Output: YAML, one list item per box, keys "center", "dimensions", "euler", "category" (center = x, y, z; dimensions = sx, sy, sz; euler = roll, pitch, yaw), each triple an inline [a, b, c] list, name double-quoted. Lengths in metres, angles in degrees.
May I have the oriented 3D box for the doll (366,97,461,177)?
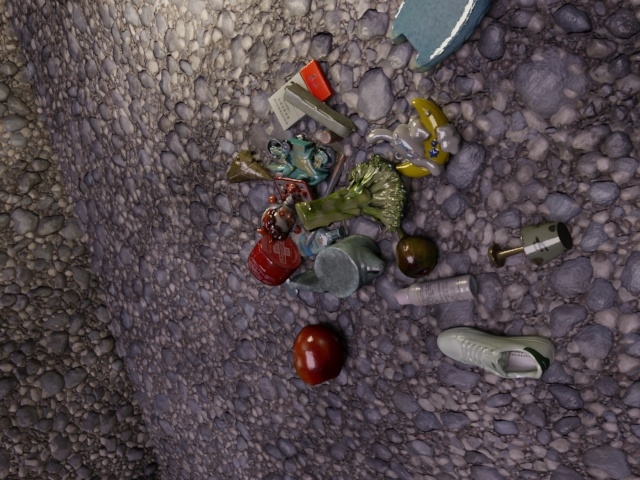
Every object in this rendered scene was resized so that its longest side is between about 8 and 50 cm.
- center: [0.292, -0.300, 1.362]
  dimensions: [0.252, 0.111, 0.237]
  euler: [46, 135, 1]
  category: "doll"

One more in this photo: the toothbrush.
- center: [0.013, -0.140, 1.630]
  dimensions: [0.037, 0.028, 0.375]
  euler: [39, 115, 34]
  category: "toothbrush"

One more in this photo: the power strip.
- center: [-0.001, -0.439, 1.510]
  dimensions: [0.286, 0.080, 0.048]
  euler: [33, 131, 2]
  category: "power strip"

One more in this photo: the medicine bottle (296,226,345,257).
- center: [0.000, 0.000, 1.702]
  dimensions: [0.208, 0.053, 0.090]
  euler: [-21, 89, 37]
  category: "medicine bottle"

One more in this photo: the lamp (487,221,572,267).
- center: [0.588, 0.021, 1.264]
  dimensions: [0.214, 0.121, 0.121]
  euler: [-25, 91, 47]
  category: "lamp"

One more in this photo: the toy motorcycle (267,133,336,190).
- center: [-0.071, -0.282, 1.637]
  dimensions: [0.296, 0.109, 0.198]
  euler: [20, 126, 26]
  category: "toy motorcycle"

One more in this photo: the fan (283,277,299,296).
- center: [-0.174, 0.113, 1.884]
  dimensions: [0.057, 0.023, 0.282]
  euler: [-31, 88, 39]
  category: "fan"

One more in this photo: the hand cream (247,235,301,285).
- center: [-0.183, 0.075, 1.771]
  dimensions: [0.193, 0.193, 0.125]
  euler: [51, 126, 9]
  category: "hand cream"

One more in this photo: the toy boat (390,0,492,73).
- center: [0.347, -0.633, 1.232]
  dimensions: [0.215, 0.123, 0.330]
  euler: [57, 139, 15]
  category: "toy boat"

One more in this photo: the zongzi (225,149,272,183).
- center: [-0.295, -0.248, 1.817]
  dimensions: [0.178, 0.081, 0.189]
  euler: [44, 131, 3]
  category: "zongzi"

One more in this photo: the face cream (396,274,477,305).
- center: [0.378, 0.171, 1.481]
  dimensions: [0.269, 0.082, 0.082]
  euler: [-14, 98, 37]
  category: "face cream"

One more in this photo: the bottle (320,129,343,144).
- center: [0.041, -0.357, 1.526]
  dimensions: [0.045, 0.096, 0.045]
  euler: [13, 114, 31]
  category: "bottle"

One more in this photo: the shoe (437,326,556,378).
- center: [0.527, 0.362, 1.394]
  dimensions: [0.363, 0.160, 0.132]
  euler: [-3, 102, 35]
  category: "shoe"

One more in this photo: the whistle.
- center: [0.061, 0.125, 1.635]
  dimensions: [0.405, 0.168, 0.188]
  euler: [-40, 80, 41]
  category: "whistle"

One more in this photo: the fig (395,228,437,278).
- center: [0.287, 0.007, 1.479]
  dimensions: [0.149, 0.149, 0.245]
  euler: [-49, 51, 35]
  category: "fig"

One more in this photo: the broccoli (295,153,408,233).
- center: [0.089, -0.144, 1.419]
  dimensions: [0.221, 0.361, 0.252]
  euler: [149, 121, -68]
  category: "broccoli"

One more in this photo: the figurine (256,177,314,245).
- center: [-0.145, -0.086, 1.629]
  dimensions: [0.160, 0.226, 0.183]
  euler: [12, 141, 32]
  category: "figurine"

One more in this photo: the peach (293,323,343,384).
- center: [-0.013, 0.452, 1.779]
  dimensions: [0.243, 0.199, 0.243]
  euler: [174, 90, -74]
  category: "peach"

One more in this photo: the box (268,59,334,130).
- center: [-0.072, -0.513, 1.591]
  dimensions: [0.245, 0.035, 0.139]
  euler: [-26, 90, 38]
  category: "box"
